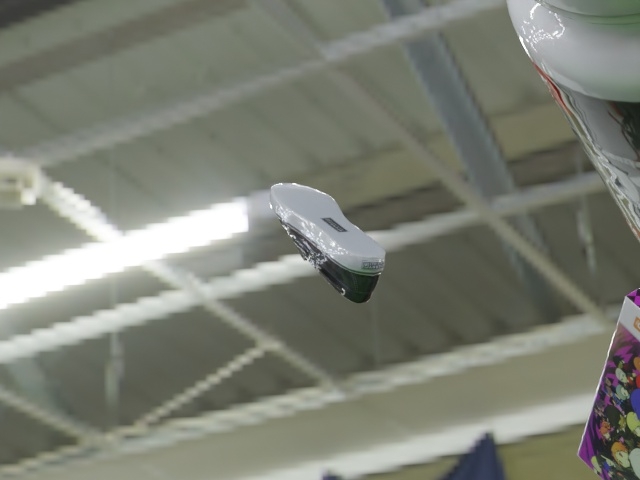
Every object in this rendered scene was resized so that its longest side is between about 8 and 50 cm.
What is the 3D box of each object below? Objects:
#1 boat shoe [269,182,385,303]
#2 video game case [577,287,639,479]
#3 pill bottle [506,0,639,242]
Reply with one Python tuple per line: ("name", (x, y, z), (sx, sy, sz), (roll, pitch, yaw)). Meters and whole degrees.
("boat shoe", (0.000, 0.000, 1.456), (0.049, 0.142, 0.040), (-2, -64, -30))
("video game case", (0.342, 0.186, 1.827), (0.042, 0.210, 0.232), (-25, -36, -30))
("pill bottle", (0.185, -0.105, 0.957), (0.161, 0.161, 0.283), (-14, -35, 20))
